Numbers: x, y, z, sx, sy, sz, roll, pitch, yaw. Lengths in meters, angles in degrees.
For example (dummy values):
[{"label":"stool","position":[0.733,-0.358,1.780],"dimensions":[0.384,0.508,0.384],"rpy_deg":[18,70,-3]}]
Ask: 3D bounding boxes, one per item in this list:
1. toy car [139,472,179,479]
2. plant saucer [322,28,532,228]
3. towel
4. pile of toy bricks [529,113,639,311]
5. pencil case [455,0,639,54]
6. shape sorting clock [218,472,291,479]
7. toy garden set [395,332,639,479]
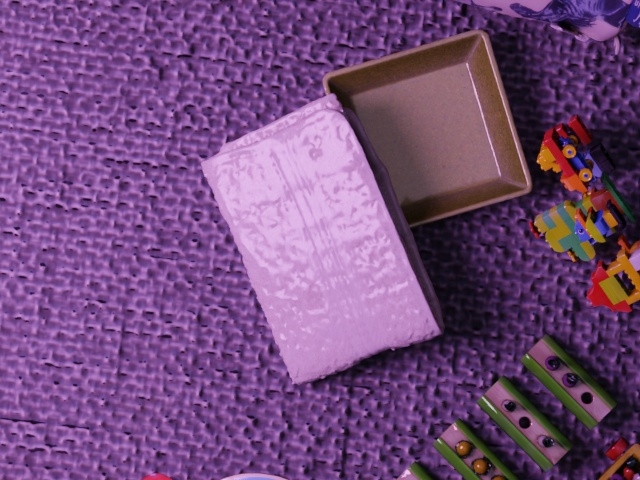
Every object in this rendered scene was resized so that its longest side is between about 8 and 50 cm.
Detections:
[{"label":"toy car","position":[-0.065,0.331,1.404],"dimensions":[0.225,0.053,0.239],"rpy_deg":[-9,70,-24]},{"label":"plant saucer","position":[0.116,-0.115,1.506],"dimensions":[0.188,0.045,0.188],"rpy_deg":[-16,88,-1]},{"label":"towel","position":[0.000,0.000,1.473],"dimensions":[0.187,0.049,0.282],"rpy_deg":[-23,88,22]},{"label":"pile of toy bricks","position":[0.279,-0.024,1.486],"dimensions":[0.105,0.118,0.212],"rpy_deg":[-30,105,26]},{"label":"pencil case","position":[0.153,-0.320,1.458],"dimensions":[0.410,0.160,0.184],"rpy_deg":[10,105,1]},{"label":"shape sorting clock","position":[-0.071,0.355,1.484],"dimensions":[0.206,0.040,0.206],"rpy_deg":[0,87,0]},{"label":"toy garden set","position":[0.229,0.253,1.468],"dimensions":[0.244,0.049,0.204],"rpy_deg":[-44,80,-4]}]
